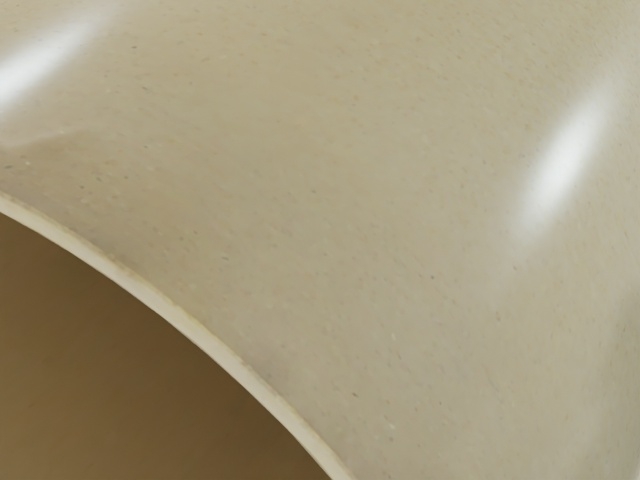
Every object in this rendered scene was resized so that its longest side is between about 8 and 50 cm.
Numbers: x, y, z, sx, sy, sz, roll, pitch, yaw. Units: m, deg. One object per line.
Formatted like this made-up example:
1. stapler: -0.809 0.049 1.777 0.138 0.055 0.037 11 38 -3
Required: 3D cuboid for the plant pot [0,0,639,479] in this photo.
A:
1. plant pot: 0.000 0.000 0.532 0.256 0.274 0.256 23 -42 22
